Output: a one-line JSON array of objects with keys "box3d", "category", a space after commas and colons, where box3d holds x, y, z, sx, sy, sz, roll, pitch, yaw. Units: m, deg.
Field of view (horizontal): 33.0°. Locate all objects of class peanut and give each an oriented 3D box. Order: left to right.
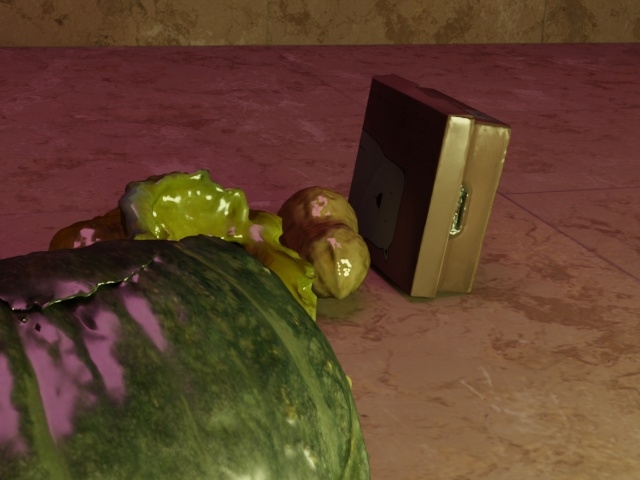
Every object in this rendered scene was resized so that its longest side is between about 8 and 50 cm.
[{"box3d": [0.000, 0.000, 1.207, 0.095, 0.108, 0.226, -8, 22, -5], "category": "peanut"}]

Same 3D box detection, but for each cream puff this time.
[{"box3d": [-0.128, 0.032, 0.984, 0.282, 0.185, 0.282, -1, 18, 0], "category": "cream puff"}]

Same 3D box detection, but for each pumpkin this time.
[{"box3d": [-0.137, 0.133, 0.578, 0.328, 0.257, 0.291, -4, -18, -46], "category": "pumpkin"}]

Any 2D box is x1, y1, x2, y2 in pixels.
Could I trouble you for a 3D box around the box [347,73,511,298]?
[{"box3d": [0.117, -0.068, 1.257, 0.086, 0.215, 0.215, 3, 18, -23], "category": "box"}]
